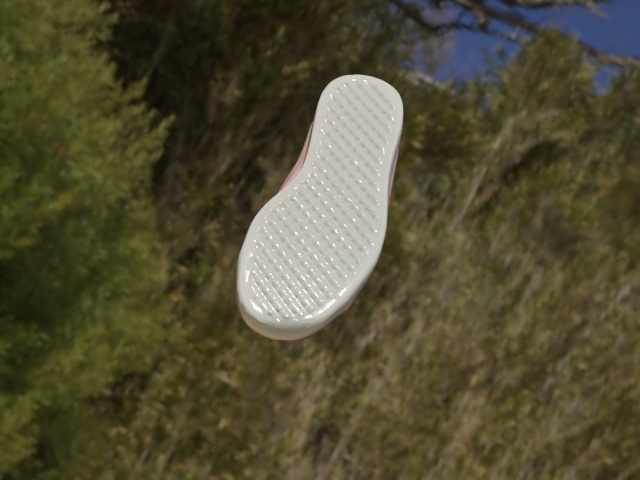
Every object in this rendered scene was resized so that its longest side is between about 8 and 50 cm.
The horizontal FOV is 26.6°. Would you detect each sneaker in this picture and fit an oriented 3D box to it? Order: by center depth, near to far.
[{"bbox_3d":[0.000,0.000,0.555,0.051,0.134,0.070,19,-39,3],"label":"sneaker"}]
